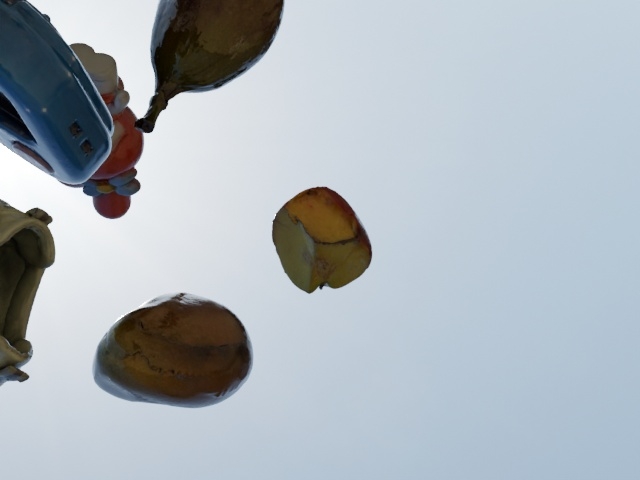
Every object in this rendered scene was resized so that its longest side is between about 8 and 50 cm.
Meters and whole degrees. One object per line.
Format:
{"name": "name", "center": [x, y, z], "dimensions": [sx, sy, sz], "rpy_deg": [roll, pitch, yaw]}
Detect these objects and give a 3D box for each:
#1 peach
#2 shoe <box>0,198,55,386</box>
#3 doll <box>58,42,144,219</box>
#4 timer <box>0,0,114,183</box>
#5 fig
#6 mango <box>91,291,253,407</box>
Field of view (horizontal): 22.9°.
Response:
{"name": "peach", "center": [-0.001, -0.001, 2.279], "dimensions": [0.151, 0.151, 0.118], "rpy_deg": [20, -141, -18]}
{"name": "shoe", "center": [-0.313, -0.002, 1.367], "dimensions": [0.132, 0.210, 0.342], "rpy_deg": [36, -136, -52]}
{"name": "doll", "center": [-0.329, -0.152, 2.293], "dimensions": [0.161, 0.290, 0.130], "rpy_deg": [24, -132, 19]}
{"name": "timer", "center": [-0.395, -0.216, 1.850], "dimensions": [0.340, 0.115, 0.309], "rpy_deg": [32, 165, 23]}
{"name": "fig", "center": [-0.146, -0.237, 1.904], "dimensions": [0.145, 0.274, 0.170], "rpy_deg": [39, 158, -25]}
{"name": "mango", "center": [-0.174, 0.133, 1.891], "dimensions": [0.166, 0.136, 0.236], "rpy_deg": [10, -176, 31]}
